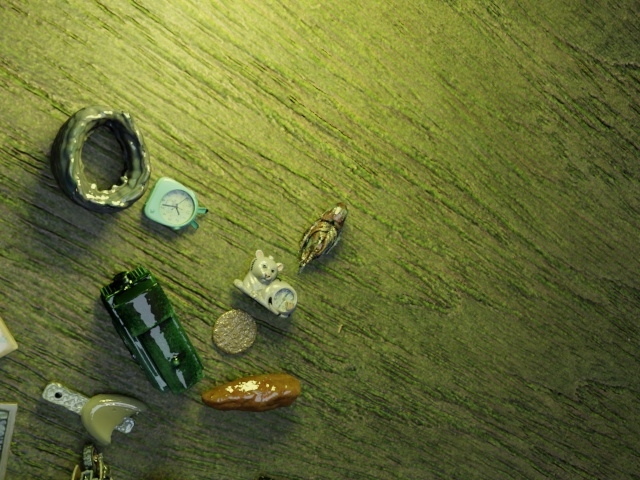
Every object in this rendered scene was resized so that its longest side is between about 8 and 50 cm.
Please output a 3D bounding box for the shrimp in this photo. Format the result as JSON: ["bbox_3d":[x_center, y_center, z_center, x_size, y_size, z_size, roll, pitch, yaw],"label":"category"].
[{"bbox_3d":[0.000,0.000,1.789,0.090,0.079,0.232,33,88,-19],"label":"shrimp"}]

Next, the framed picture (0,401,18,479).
[{"bbox_3d":[-0.845,0.456,1.498,0.315,0.024,0.231,10,91,-25],"label":"framed picture"}]

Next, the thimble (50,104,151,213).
[{"bbox_3d":[-0.474,-0.178,1.507,0.205,0.172,0.236,10,90,-28],"label":"thimble"}]

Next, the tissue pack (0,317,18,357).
[{"bbox_3d":[-0.802,0.130,1.452,0.170,0.071,0.325,-31,108,-20],"label":"tissue pack"}]

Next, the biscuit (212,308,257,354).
[{"bbox_3d":[-0.217,0.233,1.752,0.120,0.015,0.120,-3,96,-24],"label":"biscuit"}]

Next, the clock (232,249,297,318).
[{"bbox_3d":[-0.122,0.114,1.745,0.176,0.080,0.117,40,79,-21],"label":"clock"}]

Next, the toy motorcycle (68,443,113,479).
[{"bbox_3d":[-0.515,0.579,1.565,0.094,0.229,0.129,-9,124,-7],"label":"toy motorcycle"}]

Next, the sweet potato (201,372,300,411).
[{"bbox_3d":[-0.176,0.392,1.750,0.252,0.097,0.097,-5,98,-19],"label":"sweet potato"}]

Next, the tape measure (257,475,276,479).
[{"bbox_3d":[-0.105,0.733,1.814,0.181,0.107,0.181,18,86,-18],"label":"tape measure"}]

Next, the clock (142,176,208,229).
[{"bbox_3d":[-0.341,-0.078,1.645,0.147,0.045,0.108,28,85,-25],"label":"clock"}]

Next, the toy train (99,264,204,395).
[{"bbox_3d":[-0.380,0.221,1.591,0.139,0.178,0.330,-32,106,-18],"label":"toy train"}]

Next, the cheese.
[{"bbox_3d":[-0.535,0.392,1.612,0.235,0.050,0.127,35,83,-25],"label":"cheese"}]
